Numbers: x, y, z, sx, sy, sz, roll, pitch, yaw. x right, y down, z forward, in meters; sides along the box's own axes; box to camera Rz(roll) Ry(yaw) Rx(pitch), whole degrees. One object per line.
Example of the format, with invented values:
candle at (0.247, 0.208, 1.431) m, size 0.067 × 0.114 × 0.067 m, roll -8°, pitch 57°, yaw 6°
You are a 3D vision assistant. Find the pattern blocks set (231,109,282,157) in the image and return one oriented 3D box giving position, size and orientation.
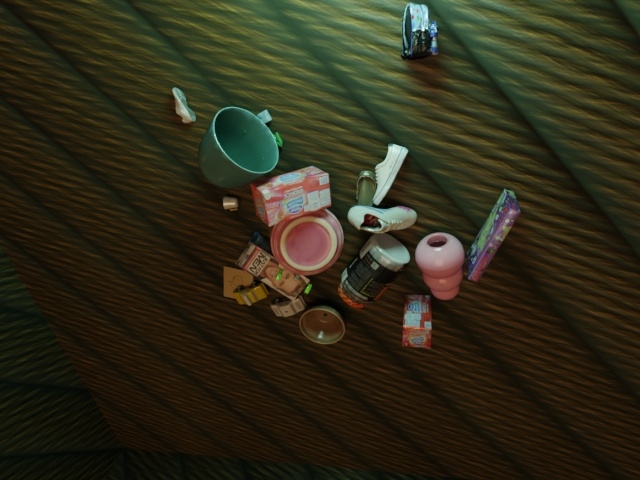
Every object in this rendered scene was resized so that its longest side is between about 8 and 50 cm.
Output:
pattern blocks set at (-0.324, -0.420, 1.835) m, size 0.325 × 0.026 × 0.285 m, roll -12°, pitch 117°, yaw 19°

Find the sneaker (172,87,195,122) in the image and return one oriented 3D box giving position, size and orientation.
sneaker at (-0.592, -0.568, 1.795) m, size 0.061 × 0.053 × 0.152 m, roll -12°, pitch 117°, yaw 23°

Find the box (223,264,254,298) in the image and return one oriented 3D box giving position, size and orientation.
box at (-0.432, 0.229, 2.246) m, size 0.164 × 0.021 × 0.201 m, roll 11°, pitch 121°, yaw 6°

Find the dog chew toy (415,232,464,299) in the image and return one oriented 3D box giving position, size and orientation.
dog chew toy at (0.534, 0.129, 1.865) m, size 0.207 × 0.206 × 0.332 m, roll -8°, pitch 125°, yaw 17°

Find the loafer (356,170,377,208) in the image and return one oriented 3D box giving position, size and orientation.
loafer at (0.203, -0.175, 1.820) m, size 0.094 × 0.087 × 0.251 m, roll 0°, pitch 120°, yaw 13°

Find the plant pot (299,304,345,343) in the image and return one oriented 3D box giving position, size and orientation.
plant pot at (0.016, 0.414, 2.198) m, size 0.237 × 0.110 × 0.237 m, roll 5°, pitch 121°, yaw 9°

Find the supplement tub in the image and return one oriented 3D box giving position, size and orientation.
supplement tub at (0.233, 0.143, 1.931) m, size 0.207 × 0.207 × 0.338 m, roll 32°, pitch 121°, yaw -6°

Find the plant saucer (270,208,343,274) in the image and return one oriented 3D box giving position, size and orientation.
plant saucer at (-0.056, 0.006, 1.884) m, size 0.332 × 0.084 × 0.332 m, roll -2°, pitch 107°, yaw -8°

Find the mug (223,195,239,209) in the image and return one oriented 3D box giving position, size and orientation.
mug at (-0.415, -0.177, 1.990) m, size 0.064 × 0.078 × 0.062 m, roll -2°, pitch 87°, yaw 4°

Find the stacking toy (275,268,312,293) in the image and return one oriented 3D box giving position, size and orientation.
stacking toy at (-0.099, 0.133, 2.002) m, size 0.167 × 0.221 × 0.052 m, roll 26°, pitch 145°, yaw -5°

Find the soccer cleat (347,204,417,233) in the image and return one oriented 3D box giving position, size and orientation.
soccer cleat at (0.273, -0.075, 1.771) m, size 0.331 × 0.143 × 0.116 m, roll 1°, pitch 121°, yaw -21°

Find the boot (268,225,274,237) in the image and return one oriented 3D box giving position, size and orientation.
boot at (-0.202, -0.100, 1.957) m, size 0.115 × 0.112 × 0.305 m, roll 11°, pitch 118°, yaw 35°

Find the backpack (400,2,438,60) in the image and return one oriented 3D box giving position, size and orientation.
backpack at (0.335, -0.713, 1.442) m, size 0.117 × 0.158 × 0.173 m, roll -4°, pitch 107°, yaw 6°

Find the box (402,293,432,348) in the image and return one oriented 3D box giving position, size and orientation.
box at (0.452, 0.373, 1.985) m, size 0.128 × 0.257 × 0.122 m, roll 3°, pitch 118°, yaw 11°

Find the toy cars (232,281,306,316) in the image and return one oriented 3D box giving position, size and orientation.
toy cars at (-0.272, 0.323, 2.210) m, size 0.394 × 0.087 × 0.176 m, roll 18°, pitch 123°, yaw -3°

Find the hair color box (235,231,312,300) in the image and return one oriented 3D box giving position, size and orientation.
hair color box at (-0.224, 0.129, 2.089) m, size 0.347 × 0.105 × 0.174 m, roll 33°, pitch 122°, yaw -8°

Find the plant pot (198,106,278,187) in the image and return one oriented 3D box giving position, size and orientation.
plant pot at (-0.356, -0.344, 1.713) m, size 0.293 × 0.293 × 0.235 m, roll 46°, pitch 133°, yaw -14°

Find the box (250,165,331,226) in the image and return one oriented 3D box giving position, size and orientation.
box at (-0.119, -0.189, 1.765) m, size 0.300 × 0.142 × 0.154 m, roll -21°, pitch 122°, yaw -23°

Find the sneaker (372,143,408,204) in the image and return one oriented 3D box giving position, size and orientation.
sneaker at (0.265, -0.274, 1.745) m, size 0.091 × 0.094 × 0.258 m, roll 27°, pitch 106°, yaw 7°

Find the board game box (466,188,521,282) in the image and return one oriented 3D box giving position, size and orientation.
board game box at (0.695, -0.020, 1.728) m, size 0.056 × 0.208 × 0.347 m, roll 19°, pitch 122°, yaw 1°
